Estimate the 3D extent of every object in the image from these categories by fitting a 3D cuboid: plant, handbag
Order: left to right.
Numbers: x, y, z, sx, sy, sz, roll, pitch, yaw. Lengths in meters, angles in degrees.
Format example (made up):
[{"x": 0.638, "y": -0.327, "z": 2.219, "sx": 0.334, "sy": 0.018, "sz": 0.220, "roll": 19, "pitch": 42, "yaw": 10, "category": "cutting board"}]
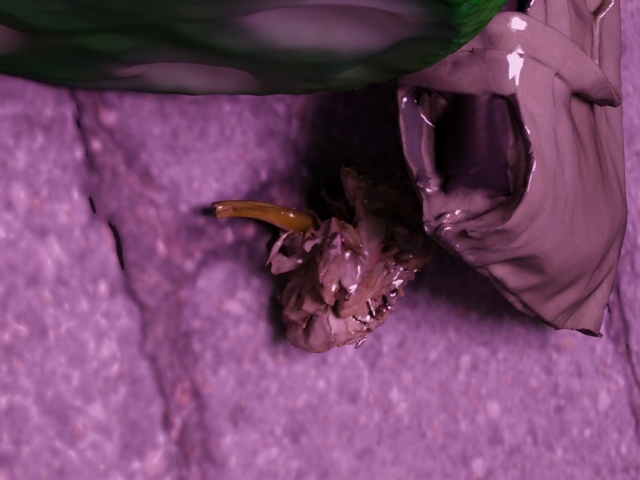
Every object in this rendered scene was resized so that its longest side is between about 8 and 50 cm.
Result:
[{"x": 0.000, "y": 0.000, "z": 0.649, "sx": 0.122, "sy": 0.104, "sz": 0.116, "roll": 27, "pitch": 30, "yaw": 1, "category": "plant"}, {"x": 0.111, "y": -0.113, "z": 0.657, "sx": 0.253, "sy": 0.109, "sz": 0.315, "roll": 23, "pitch": 66, "yaw": -65, "category": "handbag"}]

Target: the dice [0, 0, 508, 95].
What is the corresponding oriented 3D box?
[{"x": -0.071, "y": -0.224, "z": 0.483, "sx": 0.300, "sy": 0.297, "sz": 0.287, "roll": 6, "pitch": 83, "yaw": -34, "category": "dice"}]
